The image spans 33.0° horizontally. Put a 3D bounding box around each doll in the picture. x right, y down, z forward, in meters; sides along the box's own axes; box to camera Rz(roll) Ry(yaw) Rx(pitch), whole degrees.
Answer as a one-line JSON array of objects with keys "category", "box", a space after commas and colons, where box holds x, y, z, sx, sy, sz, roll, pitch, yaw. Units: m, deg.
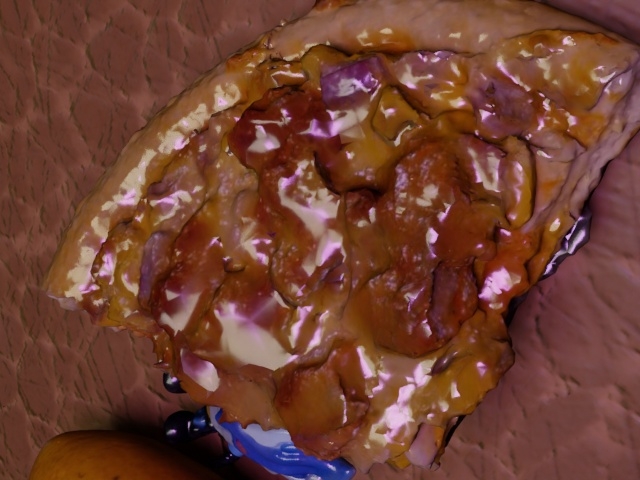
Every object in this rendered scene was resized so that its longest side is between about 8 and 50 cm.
[{"category": "doll", "box": [-0.031, 0.118, 0.730, 0.195, 0.070, 0.095, 1, 95, 42]}]

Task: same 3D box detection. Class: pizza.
[{"category": "pizza", "box": [0.000, 0.000, 0.627, 0.409, 0.114, 0.277, -14, 78, 31]}]

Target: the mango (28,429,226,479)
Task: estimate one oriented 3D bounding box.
[{"category": "mango", "box": [-0.090, 0.265, 0.748, 0.199, 0.201, 0.350, -44, 65, 13]}]
